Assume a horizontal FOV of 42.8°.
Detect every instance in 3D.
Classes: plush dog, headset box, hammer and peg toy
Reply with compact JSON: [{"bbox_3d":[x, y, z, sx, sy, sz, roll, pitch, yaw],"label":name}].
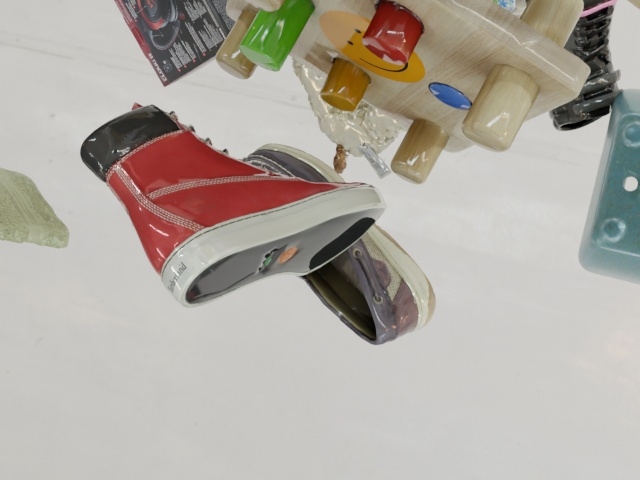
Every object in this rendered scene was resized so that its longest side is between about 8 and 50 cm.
[{"bbox_3d":[0.100,-0.242,1.377,0.262,0.225,0.210,28,138,21],"label":"plush dog"},{"bbox_3d":[-0.252,-0.426,1.492,0.293,0.110,0.218,-13,110,52],"label":"headset box"},{"bbox_3d":[0.062,-0.157,0.590,0.266,0.361,0.127,30,82,-9],"label":"hammer and peg toy"}]

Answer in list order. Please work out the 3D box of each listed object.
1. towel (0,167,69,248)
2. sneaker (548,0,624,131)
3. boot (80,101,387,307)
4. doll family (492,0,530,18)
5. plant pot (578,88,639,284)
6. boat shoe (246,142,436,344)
[{"bbox_3d":[-0.361,-0.045,0.943,0.148,0.110,0.027,46,112,33],"label":"towel"},{"bbox_3d":[0.339,-0.241,1.015,0.104,0.296,0.147,-19,71,-5],"label":"sneaker"},{"bbox_3d":[-0.065,-0.053,0.669,0.176,0.244,0.088,51,127,21],"label":"boot"},{"bbox_3d":[0.120,-0.307,0.793,0.163,0.118,0.263,-4,114,16],"label":"doll family"},{"bbox_3d":[0.424,-0.047,0.923,0.248,0.252,0.247,16,99,34],"label":"plant pot"},{"bbox_3d":[0.000,0.000,0.890,0.285,0.092,0.103,46,131,19],"label":"boat shoe"}]
